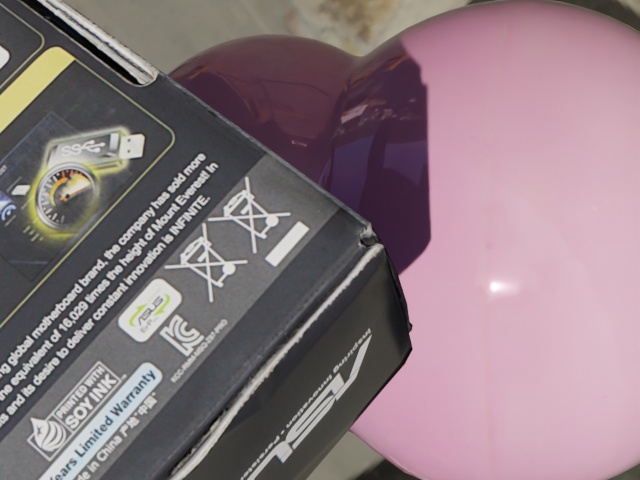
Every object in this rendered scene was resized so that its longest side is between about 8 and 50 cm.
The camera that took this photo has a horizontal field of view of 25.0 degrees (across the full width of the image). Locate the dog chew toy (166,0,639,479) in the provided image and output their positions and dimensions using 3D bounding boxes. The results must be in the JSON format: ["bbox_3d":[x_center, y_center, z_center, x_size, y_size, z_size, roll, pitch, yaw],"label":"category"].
[{"bbox_3d":[0.000,0.000,0.619,0.332,0.206,0.206,2,146,14],"label":"dog chew toy"}]

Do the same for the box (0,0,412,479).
[{"bbox_3d":[-0.219,0.070,0.390,0.318,0.395,0.097,36,168,20],"label":"box"}]
